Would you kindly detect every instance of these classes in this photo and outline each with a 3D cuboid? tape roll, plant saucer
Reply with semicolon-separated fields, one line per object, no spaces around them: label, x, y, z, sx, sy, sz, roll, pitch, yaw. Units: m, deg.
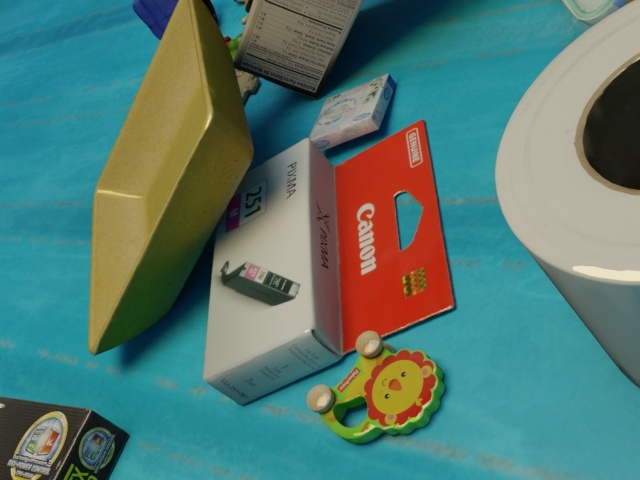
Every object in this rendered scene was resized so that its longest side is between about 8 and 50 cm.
tape roll;0.257;-0.030;0.561;0.246;0.169;0.246;-26;40;25
plant saucer;-0.174;-0.080;1.030;0.332;0.081;0.333;-59;28;29

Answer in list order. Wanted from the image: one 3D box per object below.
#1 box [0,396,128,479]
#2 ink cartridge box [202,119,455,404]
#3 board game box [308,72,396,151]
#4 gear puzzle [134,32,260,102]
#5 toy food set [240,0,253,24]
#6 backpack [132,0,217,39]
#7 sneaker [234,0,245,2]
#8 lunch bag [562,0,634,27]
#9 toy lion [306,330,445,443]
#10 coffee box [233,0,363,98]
box;-0.350;0.278;0.947;0.270;0.060;0.216;-3;53;43
ink cartridge box;0.000;0.000;0.879;0.239;0.060;0.275;-28;39;24
board game box;0.035;-0.144;1.005;0.090;0.020;0.090;-17;33;34
gear puzzle;-0.148;-0.243;1.271;0.339;0.044;0.175;-6;51;41
toy food set;-0.051;-0.360;1.237;0.132;0.038;0.192;-42;-1;-13
backpack;-0.228;-0.366;1.407;0.101;0.120;0.098;-29;28;29
sneaker;-0.074;-0.439;1.360;0.211;0.081;0.080;-19;41;29
lunch bag;0.297;-0.307;0.806;0.224;0.108;0.279;-53;26;34
toy lion;0.050;0.127;0.731;0.100;0.034;0.096;-47;43;-2
coffee box;0.003;-0.332;1.023;0.297;0.119;0.168;120;165;-53
